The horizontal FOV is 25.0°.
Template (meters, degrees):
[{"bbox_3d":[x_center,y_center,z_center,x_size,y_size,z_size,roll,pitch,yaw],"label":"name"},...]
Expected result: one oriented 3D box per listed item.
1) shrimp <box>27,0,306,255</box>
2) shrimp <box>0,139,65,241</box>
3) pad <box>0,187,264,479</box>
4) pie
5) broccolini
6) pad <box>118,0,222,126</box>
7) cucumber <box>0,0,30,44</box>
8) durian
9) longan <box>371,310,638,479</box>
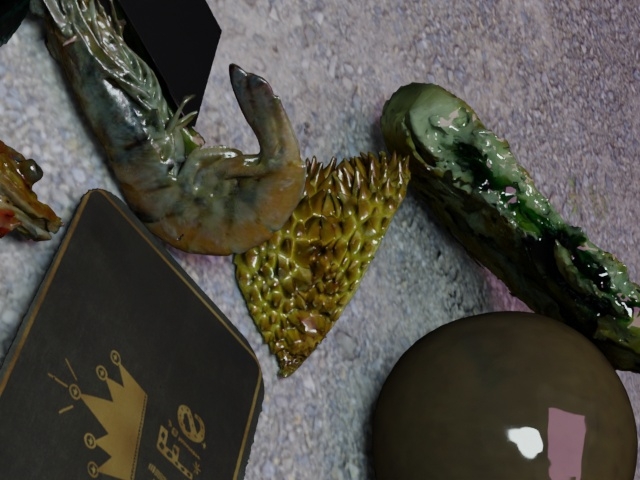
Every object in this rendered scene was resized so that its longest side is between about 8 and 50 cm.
[{"bbox_3d":[-0.120,-0.119,1.140,0.296,0.169,0.058,60,26,-16],"label":"shrimp"},{"bbox_3d":[-0.290,-0.037,0.990,0.294,0.062,0.154,16,76,-45],"label":"shrimp"},{"bbox_3d":[-0.099,0.154,1.067,0.315,0.063,0.375,51,31,-28],"label":"pad"},{"bbox_3d":[0.196,-0.006,1.428,0.371,0.078,0.296,46,-3,18],"label":"pie"},{"bbox_3d":[-0.158,-0.180,1.220,0.239,0.054,0.051,66,23,-13],"label":"broccolini"},{"bbox_3d":[-0.148,-0.233,1.217,0.164,0.004,0.243,-81,149,-51],"label":"pad"},{"bbox_3d":[-0.280,-0.170,1.039,0.115,0.085,0.193,62,32,-11],"label":"cucumber"},{"bbox_3d":[0.000,0.000,1.327,0.252,0.144,0.139,-72,169,-46],"label":"durian"},{"bbox_3d":[0.167,0.193,1.322,0.258,0.258,0.258,23,59,-45],"label":"longan"}]
